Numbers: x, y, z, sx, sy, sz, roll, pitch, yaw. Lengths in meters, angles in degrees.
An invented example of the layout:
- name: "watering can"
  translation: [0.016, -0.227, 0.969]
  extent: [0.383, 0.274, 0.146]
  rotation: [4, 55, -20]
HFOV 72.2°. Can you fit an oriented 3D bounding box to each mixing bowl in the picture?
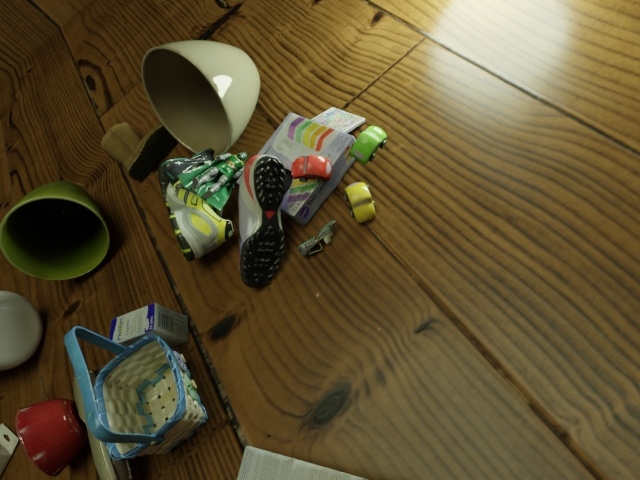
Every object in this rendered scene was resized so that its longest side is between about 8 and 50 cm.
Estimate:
- name: "mixing bowl"
  translation: [-0.621, 0.450, 1.047]
  extent: [0.098, 0.181, 0.181]
  rotation: [-30, 52, -18]

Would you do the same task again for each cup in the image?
- name: "cup"
  translation: [-0.315, -0.445, 1.295]
  extent: [0.331, 0.331, 0.237]
  rotation: [17, 48, 32]

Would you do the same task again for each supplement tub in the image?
- name: "supplement tub"
  translation: [-1.015, 0.292, 1.274]
  extent: [0.316, 0.228, 0.228]
  rotation: [-19, 58, 17]

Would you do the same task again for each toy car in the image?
- name: "toy car"
  translation: [0.076, -0.187, 1.036]
  extent: [0.239, 0.053, 0.225]
  rotation: [36, 83, 10]

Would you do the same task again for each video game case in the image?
- name: "video game case"
  translation: [0.046, -0.323, 1.181]
  extent: [0.087, 0.011, 0.122]
  rotation: [-38, 50, -27]

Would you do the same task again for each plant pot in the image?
- name: "plant pot"
  translation: [-0.809, -0.071, 1.366]
  extent: [0.275, 0.275, 0.293]
  rotation: [-41, 39, 2]

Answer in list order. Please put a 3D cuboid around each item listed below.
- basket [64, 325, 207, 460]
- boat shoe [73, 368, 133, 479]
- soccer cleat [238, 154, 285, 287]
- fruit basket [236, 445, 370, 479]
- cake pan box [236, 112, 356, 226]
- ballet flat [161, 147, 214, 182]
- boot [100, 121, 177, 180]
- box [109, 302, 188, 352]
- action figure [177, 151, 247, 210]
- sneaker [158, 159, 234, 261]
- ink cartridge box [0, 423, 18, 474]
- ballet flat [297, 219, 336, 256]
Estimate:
- name: "basket"
  translation: [-0.387, 0.311, 0.911]
  extent: [0.201, 0.289, 0.254]
  rotation: [-41, 55, 2]
- name: "boat shoe"
  translation: [-0.484, 0.425, 1.012]
  extent: [0.324, 0.097, 0.116]
  rotation: [43, 124, 38]
- name: "soccer cleat"
  translation: [-0.152, -0.046, 1.064]
  extent: [0.116, 0.109, 0.318]
  rotation: [16, 104, 56]
- name: "fruit basket"
  translation: [-0.034, 0.547, 0.722]
  extent: [0.353, 0.165, 0.327]
  rotation: [-9, 59, 40]
- name: "cake pan box"
  translation: [-0.065, -0.190, 1.155]
  extent: [0.246, 0.070, 0.267]
  rotation: [32, 82, 37]
- name: "ballet flat"
  translation: [-0.351, -0.201, 1.210]
  extent: [0.074, 0.074, 0.203]
  rotation: [-2, 20, 26]
- name: "boot"
  translation: [-0.633, -0.352, 1.512]
  extent: [0.236, 0.089, 0.269]
  rotation: [-48, 53, -3]
- name: "box"
  translation: [-0.418, 0.221, 1.076]
  extent: [0.137, 0.126, 0.072]
  rotation: [-21, 58, 15]
- name: "action figure"
  translation: [-0.267, -0.189, 1.208]
  extent: [0.063, 0.137, 0.232]
  rotation: [-40, 11, 38]
- name: "sneaker"
  translation: [-0.355, -0.098, 1.232]
  extent: [0.147, 0.145, 0.384]
  rotation: [-19, 52, -17]
- name: "ink cartridge box"
  translation: [-0.899, 0.596, 1.154]
  extent: [0.115, 0.067, 0.198]
  rotation: [13, 70, 32]
- name: "ballet flat"
  translation: [0.000, 0.000, 1.044]
  extent: [0.114, 0.041, 0.041]
  rotation: [-38, 54, 4]
